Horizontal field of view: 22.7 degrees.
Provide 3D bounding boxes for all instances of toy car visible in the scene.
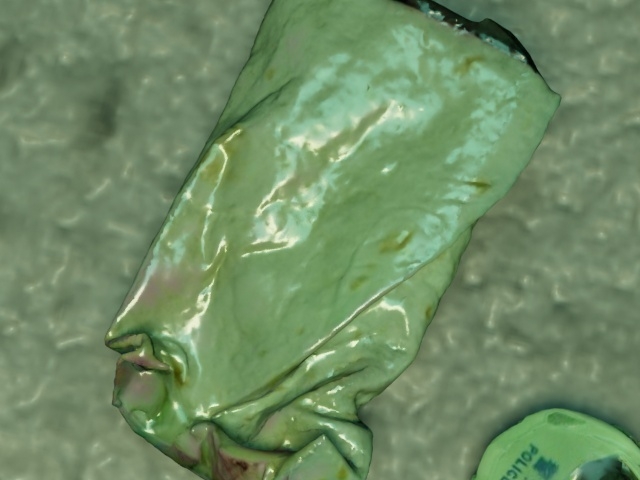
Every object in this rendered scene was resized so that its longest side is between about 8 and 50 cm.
[{"bbox_3d":[0.142,0.149,0.677,0.186,0.058,0.093,41,82,7],"label":"toy car"}]

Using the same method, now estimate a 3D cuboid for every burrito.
[{"bbox_3d":[0.000,0.000,0.695,0.144,0.089,0.229,23,77,19],"label":"burrito"}]
